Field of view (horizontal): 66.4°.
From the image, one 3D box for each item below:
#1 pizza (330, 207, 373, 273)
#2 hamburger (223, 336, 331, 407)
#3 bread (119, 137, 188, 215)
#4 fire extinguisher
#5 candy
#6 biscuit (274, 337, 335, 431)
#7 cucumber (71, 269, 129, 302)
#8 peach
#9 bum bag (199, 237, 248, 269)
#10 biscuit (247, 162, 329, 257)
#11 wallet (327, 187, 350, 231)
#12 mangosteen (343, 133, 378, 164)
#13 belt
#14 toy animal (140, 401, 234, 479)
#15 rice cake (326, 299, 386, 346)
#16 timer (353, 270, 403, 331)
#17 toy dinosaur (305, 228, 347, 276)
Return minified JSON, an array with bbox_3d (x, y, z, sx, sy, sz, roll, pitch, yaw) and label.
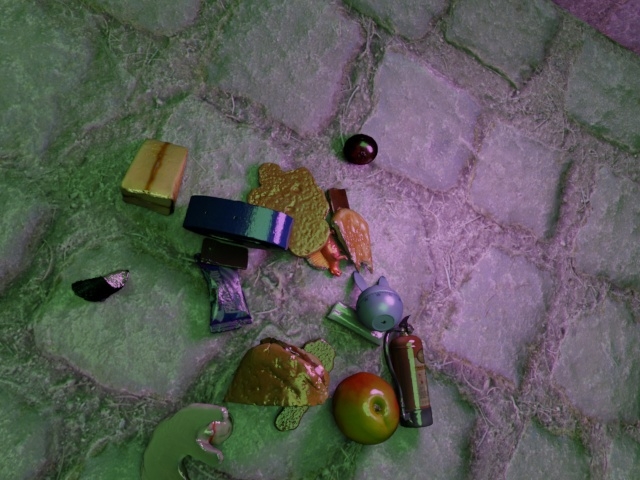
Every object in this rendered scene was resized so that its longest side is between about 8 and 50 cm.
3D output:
[{"bbox_3d":[0.129,0.003,1.767,0.181,0.034,0.261,-21,90,-49],"label":"pizza"},{"bbox_3d":[-0.142,0.403,1.512,0.330,0.162,0.208,-6,76,13],"label":"hamburger"},{"bbox_3d":[-0.535,-0.237,1.591,0.168,0.163,0.263,12,73,-13],"label":"bread"},{"bbox_3d":[0.298,0.440,1.669,0.113,0.200,0.375,-10,76,18],"label":"fire extinguisher"},{"bbox_3d":[-0.319,0.162,1.608,0.145,0.070,0.275,-9,74,-26],"label":"candy"},{"bbox_3d":[-0.066,0.472,1.615,0.184,0.047,0.319,19,72,-8],"label":"biscuit"},{"bbox_3d":[-0.655,0.136,1.477,0.115,0.193,0.085,-9,80,-49],"label":"cucumber"},{"bbox_3d":[0.145,0.541,1.572,0.231,0.231,0.230,4,75,-16],"label":"peach"},{"bbox_3d":[-0.318,0.044,1.629,0.160,0.026,0.109,12,39,-17],"label":"bum bag"},{"bbox_3d":[-0.113,-0.113,1.728,0.270,0.051,0.375,-28,81,-8],"label":"biscuit"},{"bbox_3d":[0.075,-0.108,1.806,0.095,0.026,0.176,-6,79,-41],"label":"wallet"},{"bbox_3d":[0.154,-0.353,1.861,0.140,0.140,0.139,4,75,-16],"label":"mangosteen"},{"bbox_3d":[-0.265,-0.051,1.586,0.347,0.212,0.117,11,78,5],"label":"belt"},{"bbox_3d":[-0.385,0.619,1.443,0.267,0.188,0.307,1,87,5],"label":"toy animal"},{"bbox_3d":[0.132,0.289,1.724,0.222,0.042,0.080,29,71,-7],"label":"rice cake"},{"bbox_3d":[0.187,0.217,1.691,0.176,0.255,0.175,-3,103,-13],"label":"timer"},{"bbox_3d":[-0.005,0.006,1.755,0.139,0.070,0.285,-23,82,1],"label":"toy dinosaur"}]
